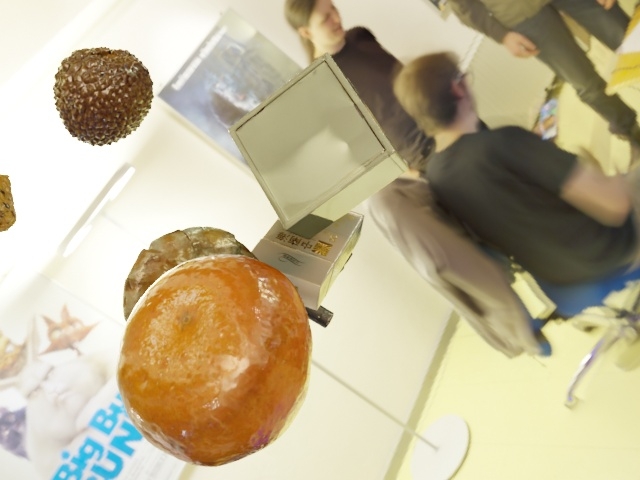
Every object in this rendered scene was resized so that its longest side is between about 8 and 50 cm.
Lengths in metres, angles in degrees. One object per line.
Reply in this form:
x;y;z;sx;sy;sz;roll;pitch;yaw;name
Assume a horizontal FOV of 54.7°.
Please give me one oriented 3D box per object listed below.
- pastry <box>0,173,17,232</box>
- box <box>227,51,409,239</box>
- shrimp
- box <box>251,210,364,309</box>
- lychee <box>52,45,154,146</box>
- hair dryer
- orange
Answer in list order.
-0.589;-0.074;1.123;0.056;0.140;0.080;-27;-26;6;pastry
-0.004;-0.161;1.095;0.225;0.225;0.117;-35;-19;12;box
-0.139;0.123;0.983;0.071;0.364;0.233;-4;54;57;shrimp
-0.027;0.015;1.194;0.243;0.155;0.067;-57;-21;-48;box
-0.580;-0.380;1.653;0.267;0.267;0.267;-49;14;17;lychee
-0.012;0.089;1.478;0.195;0.173;0.050;-58;8;11;hair dryer
-0.107;0.125;0.669;0.223;0.170;0.224;-10;59;17;orange
